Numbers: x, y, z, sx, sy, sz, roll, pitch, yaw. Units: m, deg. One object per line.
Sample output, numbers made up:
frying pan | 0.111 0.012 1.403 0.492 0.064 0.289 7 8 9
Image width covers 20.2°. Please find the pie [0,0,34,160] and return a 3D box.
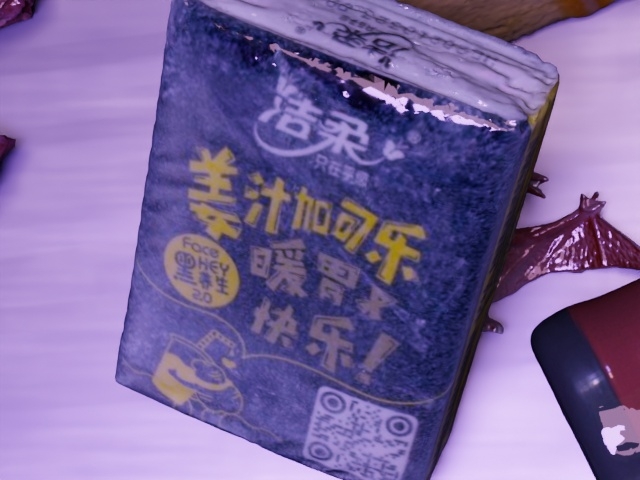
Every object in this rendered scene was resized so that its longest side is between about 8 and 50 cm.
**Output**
pie | -0.266 -0.113 1.078 0.204 0.054 0.219 21 88 12

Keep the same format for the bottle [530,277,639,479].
bottle | 0.286 0.037 0.922 0.336 0.144 0.144 -26 79 3

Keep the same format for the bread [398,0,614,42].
bread | 0.091 -0.255 0.973 0.263 0.198 0.236 -22 73 7

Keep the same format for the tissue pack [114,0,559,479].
tissue pack | 0.000 0.000 0.930 0.185 0.081 0.257 21 127 11

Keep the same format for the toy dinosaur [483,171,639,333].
toy dinosaur | 0.087 -0.005 1.013 0.220 0.032 0.108 16 88 14
